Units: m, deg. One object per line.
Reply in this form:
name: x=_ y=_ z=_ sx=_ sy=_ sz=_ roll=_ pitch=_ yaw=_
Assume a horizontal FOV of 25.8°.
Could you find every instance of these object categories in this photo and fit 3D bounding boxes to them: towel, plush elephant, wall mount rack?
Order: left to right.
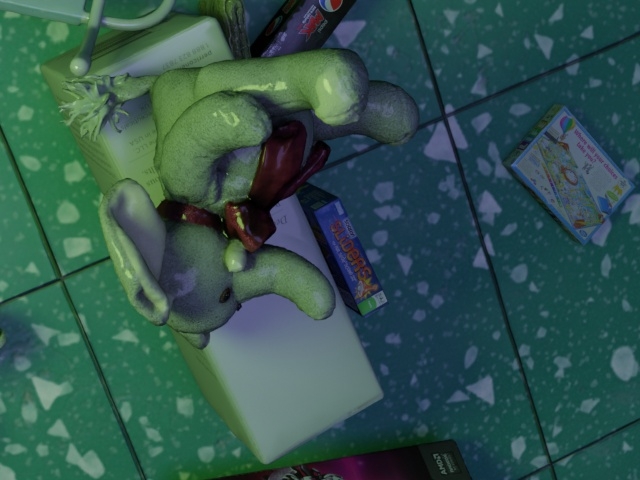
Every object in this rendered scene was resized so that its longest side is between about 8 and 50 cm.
wall mount rack: x=-0.312 y=-0.268 z=1.350 sx=0.350 sy=0.130 sz=0.304 roll=10 pitch=58 yaw=-8
towel: x=-0.100 y=-0.200 z=1.541 sx=0.027 sy=0.110 sz=0.148 roll=-15 pitch=103 yaw=-19
plush elephant: x=-0.081 y=-0.026 z=1.263 sx=0.330 sy=0.272 sz=0.255 roll=-1 pitch=88 yaw=8

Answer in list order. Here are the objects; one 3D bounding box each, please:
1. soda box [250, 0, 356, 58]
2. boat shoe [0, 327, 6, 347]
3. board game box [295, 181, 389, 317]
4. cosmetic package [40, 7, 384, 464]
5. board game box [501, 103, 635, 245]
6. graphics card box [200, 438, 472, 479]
soda box: x=-0.015 y=-0.252 z=1.586 sx=0.053 sy=0.060 sz=0.169 roll=39 pitch=88 yaw=-22
boat shoe: x=-0.494 y=0.100 z=1.458 sx=0.320 sy=0.116 sz=0.099 roll=-8 pitch=105 yaw=-12
board game box: x=0.000 y=0.000 z=1.570 sx=0.035 sy=0.201 sz=0.136 roll=-30 pitch=110 yaw=-12
cosmetic package: x=-0.118 y=-0.012 z=1.510 sx=0.161 sy=0.230 sz=0.453 roll=-28 pitch=110 yaw=-13
board game box: x=0.314 y=-0.082 z=1.762 sx=0.103 sy=0.026 sz=0.154 roll=-48 pitch=112 yaw=-5
graphics card box: x=0.023 y=0.375 z=1.643 sx=0.371 sy=0.232 sz=0.094 roll=-5 pitch=138 yaw=-19
